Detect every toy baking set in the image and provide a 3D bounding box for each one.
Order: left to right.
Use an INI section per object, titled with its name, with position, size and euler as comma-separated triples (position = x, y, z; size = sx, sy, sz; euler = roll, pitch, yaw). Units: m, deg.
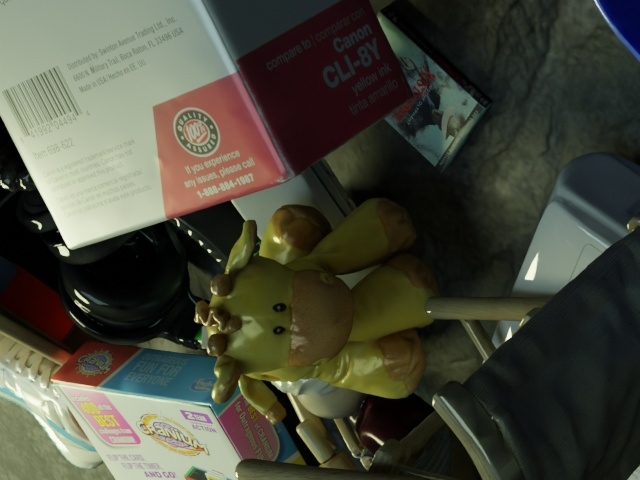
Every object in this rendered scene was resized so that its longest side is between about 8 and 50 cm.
[toy baking set]
position = 0.060, 0.225, 1.521
size = 0.030, 0.197, 0.256
euler = -36, 87, 15

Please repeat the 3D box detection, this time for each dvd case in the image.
[dvd case]
position = 0.077, -0.123, 1.374
size = 0.119, 0.013, 0.087
euler = 44, 139, 10

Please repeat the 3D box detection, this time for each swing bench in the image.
[swing bench]
position = 0.125, 0.133, 1.155
size = 0.255, 0.253, 0.165
euler = -26, 97, 51

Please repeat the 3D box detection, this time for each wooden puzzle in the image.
[wooden puzzle]
position = -0.397, 0.008, 1.745
size = 0.322, 0.080, 0.348
euler = 33, 179, 23

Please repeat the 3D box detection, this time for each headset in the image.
[headset]
position = -0.192, -0.029, 1.603
size = 0.394, 0.185, 0.243
euler = 18, 148, 26

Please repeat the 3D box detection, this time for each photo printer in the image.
[photo printer]
position = 0.251, 0.116, 1.302
size = 0.256, 0.107, 0.307
euler = 36, 137, 21

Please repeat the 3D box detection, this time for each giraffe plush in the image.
[giraffe plush]
position = -0.023, 0.053, 1.306
size = 0.210, 0.170, 0.181
euler = -21, 80, 12

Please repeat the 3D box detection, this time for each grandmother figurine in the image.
[grandmother figurine]
position = 0.094, 0.188, 1.439
size = 0.342, 0.104, 0.208
euler = 40, 177, 0

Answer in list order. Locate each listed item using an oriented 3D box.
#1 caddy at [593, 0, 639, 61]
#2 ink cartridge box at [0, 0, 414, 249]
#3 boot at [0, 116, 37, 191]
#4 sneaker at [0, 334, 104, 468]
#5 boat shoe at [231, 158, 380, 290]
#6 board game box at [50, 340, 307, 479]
[caddy]
position = 0.304, -0.160, 1.006
size = 0.341, 0.179, 0.241
euler = 50, 139, 4
[ink cartridge box]
position = -0.144, -0.216, 1.228
size = 0.279, 0.160, 0.384
euler = -14, 106, 48
[boot]
position = -0.297, -0.216, 1.444
size = 0.348, 0.260, 0.131
euler = 41, 125, 2
[sneaker]
position = -0.304, 0.153, 1.871
size = 0.229, 0.087, 0.092
euler = 42, 141, -7
[boat shoe]
position = 0.000, 0.000, 1.473
size = 0.096, 0.088, 0.267
euler = -20, 122, 25
[board game box]
position = -0.110, 0.249, 1.721
size = 0.242, 0.064, 0.316
euler = 4, 132, 42
